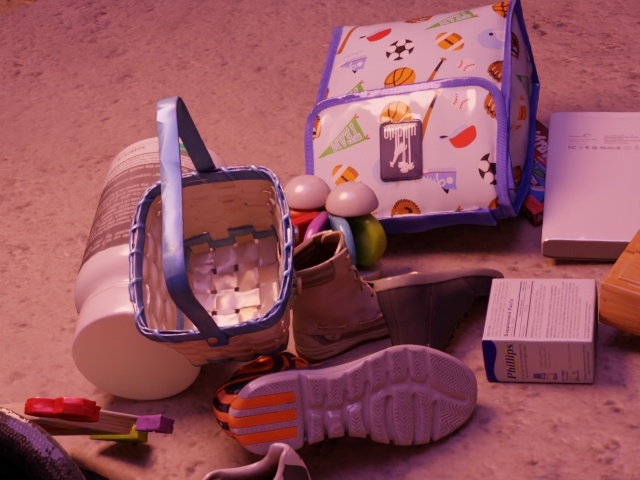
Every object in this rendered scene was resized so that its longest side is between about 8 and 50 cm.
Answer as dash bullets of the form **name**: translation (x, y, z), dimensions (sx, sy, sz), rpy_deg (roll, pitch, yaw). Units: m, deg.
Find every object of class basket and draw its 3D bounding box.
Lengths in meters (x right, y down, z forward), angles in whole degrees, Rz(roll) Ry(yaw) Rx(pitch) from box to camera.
- **basket**: translation (-0.132, 0.003, 1.300), dimensions (0.201, 0.289, 0.254), rpy_deg (-11, 61, 11)

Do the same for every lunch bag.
- **lunch bag**: translation (0.162, -0.177, 1.730), dimensions (0.328, 0.239, 0.385), rpy_deg (-5, 50, 23)

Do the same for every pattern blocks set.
- **pattern blocks set**: translation (-0.323, 0.212, 1.319), dimensions (0.325, 0.285, 0.026), rpy_deg (-6, 71, 31)

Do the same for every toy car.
- **toy car**: translation (0.000, 0.000, 1.583), dimensions (0.182, 0.159, 0.136), rpy_deg (10, 26, 29)

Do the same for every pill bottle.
- **pill bottle**: translation (-0.233, 0.034, 1.569), dimensions (0.204, 0.204, 0.361), rpy_deg (-7, 41, 8)

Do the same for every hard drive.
- **hard drive**: translation (0.439, -0.088, 1.652), dimensions (0.203, 0.040, 0.307), rpy_deg (2, 43, 13)

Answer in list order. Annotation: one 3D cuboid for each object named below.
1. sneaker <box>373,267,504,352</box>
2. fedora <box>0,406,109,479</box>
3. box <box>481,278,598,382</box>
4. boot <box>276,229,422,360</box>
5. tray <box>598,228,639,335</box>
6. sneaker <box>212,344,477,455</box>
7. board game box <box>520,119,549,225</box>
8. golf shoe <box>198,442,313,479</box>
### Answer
- **sneaker**: translation (0.165, 0.102, 1.484), dimensions (0.222, 0.118, 0.083), rpy_deg (-4, -7, -38)
- **fedora**: translation (-0.338, 0.309, 1.207), dimensions (0.334, 0.334, 0.152), rpy_deg (5, 7, 24)
- **box**: translation (0.283, 0.114, 1.417), dimensions (0.137, 0.072, 0.126), rpy_deg (0, 36, 17)
- **boot**: translation (0.049, 0.055, 1.494), dimensions (0.213, 0.165, 0.077), rpy_deg (-24, 36, -15)
- **tray**: translation (0.572, 0.079, 1.338), dimensions (0.411, 0.076, 0.203), rpy_deg (20, 45, 29)
- **sneaker**: translation (0.021, 0.179, 1.359), dimensions (0.321, 0.124, 0.180), rpy_deg (0, 4, -19)
- **board game box**: translation (0.341, -0.121, 1.788), dimensions (0.145, 0.027, 0.281), rpy_deg (-19, 34, -11)
- **golf shoe**: translation (-0.133, 0.314, 1.215), dimensions (0.273, 0.120, 0.105), rpy_deg (-26, 38, -18)
